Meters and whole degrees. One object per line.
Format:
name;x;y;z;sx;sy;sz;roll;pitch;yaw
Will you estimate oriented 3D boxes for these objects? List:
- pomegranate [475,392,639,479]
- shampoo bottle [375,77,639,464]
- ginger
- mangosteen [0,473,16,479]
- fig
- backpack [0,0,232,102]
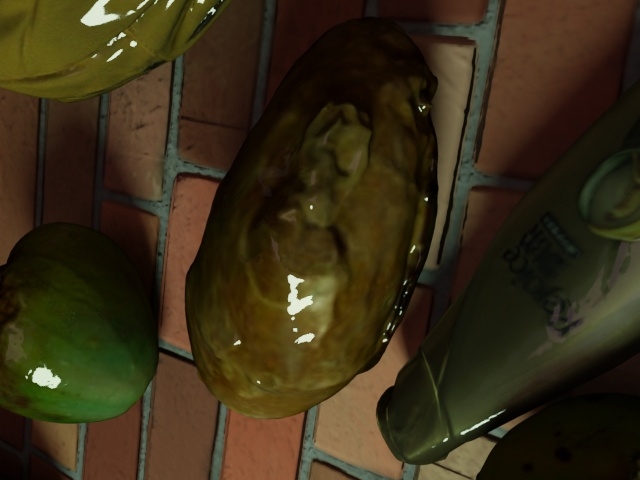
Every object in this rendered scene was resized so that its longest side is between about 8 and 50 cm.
pomegranate;0.168;0.201;0.386;0.198;0.198;0.246;54;146;15
shampoo bottle;0.163;0.021;0.413;0.350;0.084;0.125;-50;42;27
ginger;0.000;0.000;0.474;0.165;0.172;0.321;19;107;-13
mangosteen;-0.439;0.407;0.715;0.314;0.297;0.296;17;105;25
fig;-0.244;0.087;0.632;0.181;0.181;0.191;-39;100;29
backpack;-0.211;-0.288;0.544;0.378;0.201;0.353;-44;69;25
